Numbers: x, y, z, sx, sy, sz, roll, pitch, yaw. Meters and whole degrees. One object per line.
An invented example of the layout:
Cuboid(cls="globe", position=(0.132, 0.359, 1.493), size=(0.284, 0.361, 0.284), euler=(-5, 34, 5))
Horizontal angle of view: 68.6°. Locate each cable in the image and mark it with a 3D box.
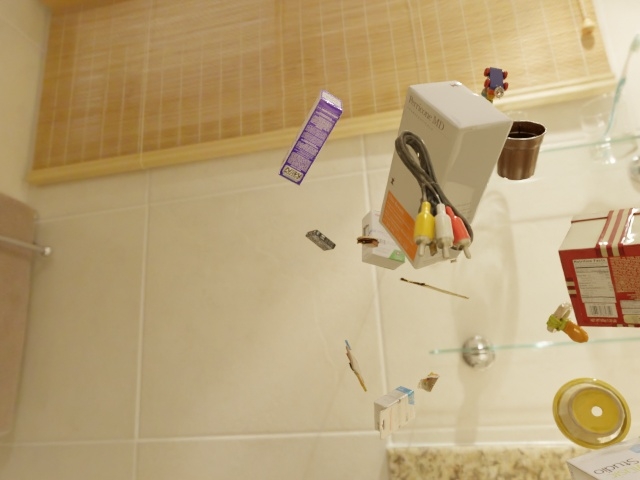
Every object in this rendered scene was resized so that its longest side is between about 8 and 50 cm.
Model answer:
Cuboid(cls="cable", position=(0.221, -0.089, 0.884), size=(0.140, 0.286, 0.072), euler=(5, -24, -19))

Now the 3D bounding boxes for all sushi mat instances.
Cuboid(cls="sushi mat", position=(0.502, 0.210, 2.056), size=(0.317, 0.019, 0.151), euler=(18, -3, -35))

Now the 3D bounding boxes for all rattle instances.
Cuboid(cls="rattle", position=(0.888, 0.292, 1.647), size=(0.143, 0.130, 0.200), euler=(15, -7, 39))

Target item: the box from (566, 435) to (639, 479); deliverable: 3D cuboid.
Cuboid(cls="box", position=(0.732, 0.517, 1.018), size=(0.233, 0.058, 0.322), euler=(-16, -7, -5))

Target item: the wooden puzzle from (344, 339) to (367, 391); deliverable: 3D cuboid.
Cuboid(cls="wooden puzzle", position=(0.077, 0.288, 1.080), size=(0.014, 0.078, 0.116), euler=(-25, 25, 4))

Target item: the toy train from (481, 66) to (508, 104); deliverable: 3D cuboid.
Cuboid(cls="toy train", position=(0.793, -0.674, 2.168), size=(0.105, 0.247, 0.143), euler=(11, -35, 3))

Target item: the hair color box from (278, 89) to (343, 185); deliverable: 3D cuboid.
Cuboid(cls="hair color box", position=(-0.038, -0.402, 1.839), size=(0.110, 0.185, 0.338), euler=(29, -65, -12))

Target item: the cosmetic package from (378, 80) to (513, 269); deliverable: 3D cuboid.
Cuboid(cls="cosmetic package", position=(0.311, -0.166, 1.267), size=(0.162, 0.230, 0.452), euler=(-13, -45, -20))

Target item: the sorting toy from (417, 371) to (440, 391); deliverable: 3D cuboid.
Cuboid(cls="sorting toy", position=(0.412, 0.550, 1.826), size=(0.075, 0.045, 0.083), euler=(1, -59, -36))

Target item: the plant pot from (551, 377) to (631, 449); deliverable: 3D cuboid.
Cuboid(cls="plant pot", position=(0.969, 0.613, 1.672), size=(0.254, 0.253, 0.239), euler=(-10, -24, 20))

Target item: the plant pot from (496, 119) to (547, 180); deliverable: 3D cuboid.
Cuboid(cls="plant pot", position=(0.680, -0.307, 1.621), size=(0.167, 0.166, 0.165), euler=(-5, -55, 6))

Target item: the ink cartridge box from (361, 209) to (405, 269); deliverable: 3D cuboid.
Cuboid(cls="ink cartridge box", position=(0.255, -0.003, 1.916), size=(0.155, 0.212, 0.093), euler=(14, -31, -19))

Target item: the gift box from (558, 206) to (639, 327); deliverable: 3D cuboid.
Cuboid(cls="gift box", position=(0.754, 0.074, 1.174), size=(0.255, 0.276, 0.258), euler=(-2, 25, 41))

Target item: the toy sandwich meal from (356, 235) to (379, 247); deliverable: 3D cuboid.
Cuboid(cls="toy sandwich meal", position=(0.165, 0.005, 1.648), size=(0.086, 0.029, 0.085), euler=(3, -10, 1))

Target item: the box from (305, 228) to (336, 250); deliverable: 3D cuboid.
Cuboid(cls="box", position=(0.000, 0.000, 1.479), size=(0.083, 0.018, 0.067), euler=(38, -22, -18))

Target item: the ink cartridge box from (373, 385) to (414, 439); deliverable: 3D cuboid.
Cuboid(cls="ink cartridge box", position=(0.234, 0.568, 1.552), size=(0.180, 0.104, 0.060), euler=(-12, 14, -41))

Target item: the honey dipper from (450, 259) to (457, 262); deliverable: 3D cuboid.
Cuboid(cls="honey dipper", position=(0.541, 0.015, 1.971), size=(0.031, 0.160, 0.030), euler=(-11, -13, -3))
